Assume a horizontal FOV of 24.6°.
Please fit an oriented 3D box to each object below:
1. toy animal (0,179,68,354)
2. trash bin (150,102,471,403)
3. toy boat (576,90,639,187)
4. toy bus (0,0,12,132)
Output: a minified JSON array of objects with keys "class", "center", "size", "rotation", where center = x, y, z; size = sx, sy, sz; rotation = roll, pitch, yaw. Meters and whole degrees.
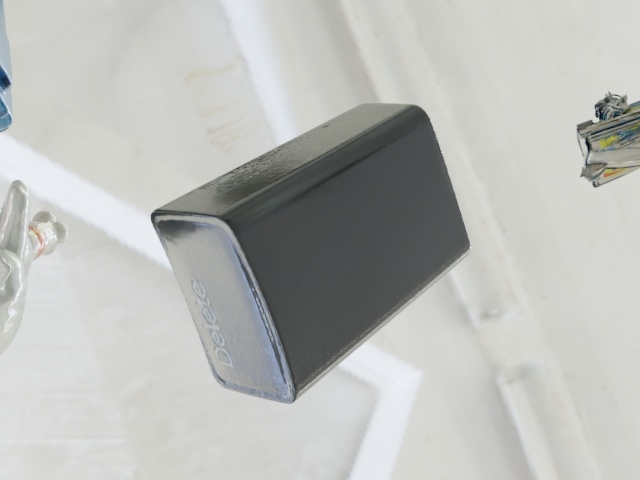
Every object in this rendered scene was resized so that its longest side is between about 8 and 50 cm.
[{"class":"toy animal","center":[-0.320,0.013,1.338],"size":[0.140,0.282,0.138],"rotation":[-7,-63,3]},{"class":"trash bin","center":[0.000,0.000,1.199],"size":[0.225,0.115,0.165],"rotation":[-34,-67,-33]},{"class":"toy boat","center":[0.344,-0.118,1.427],"size":[0.210,0.084,0.066],"rotation":[-20,-128,5]},{"class":"toy bus","center":[-0.302,-0.155,1.164],"size":[0.090,0.106,0.185],"rotation":[63,-172,-48]}]
